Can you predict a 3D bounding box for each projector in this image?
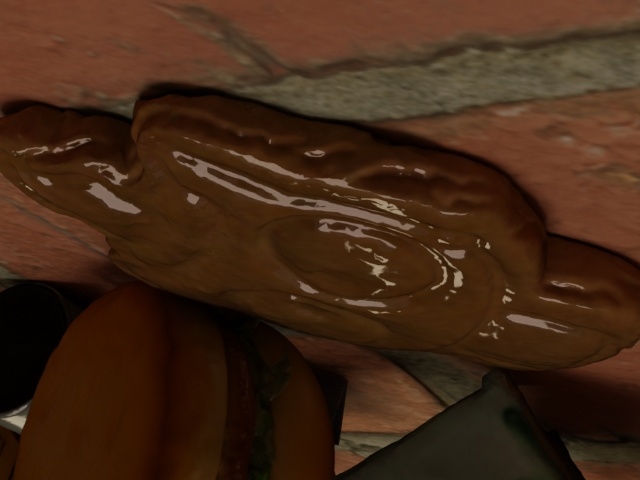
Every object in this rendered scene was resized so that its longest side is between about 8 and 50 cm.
[{"bbox_3d":[-0.142,0.142,1.284,0.108,0.108,0.337,2,157,31],"label":"projector"}]

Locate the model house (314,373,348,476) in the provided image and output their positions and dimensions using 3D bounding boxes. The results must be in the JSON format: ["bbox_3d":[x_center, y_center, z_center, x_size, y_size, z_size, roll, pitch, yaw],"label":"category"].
[{"bbox_3d":[-0.015,0.150,1.247,0.117,0.088,0.167,8,161,16],"label":"model house"}]

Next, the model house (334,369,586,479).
[{"bbox_3d":[0.151,0.272,1.192,0.194,0.267,0.325,-33,161,9],"label":"model house"}]

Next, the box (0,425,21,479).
[{"bbox_3d":[-0.163,0.239,1.520,0.301,0.084,0.193,22,179,-22],"label":"box"}]

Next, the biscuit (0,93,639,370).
[{"bbox_3d":[-0.001,0.004,0.892,0.376,0.051,0.269,17,159,-8],"label":"biscuit"}]

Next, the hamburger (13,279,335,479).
[{"bbox_3d":[-0.086,0.146,1.058,0.170,0.246,0.246,21,160,-28],"label":"hamburger"}]
